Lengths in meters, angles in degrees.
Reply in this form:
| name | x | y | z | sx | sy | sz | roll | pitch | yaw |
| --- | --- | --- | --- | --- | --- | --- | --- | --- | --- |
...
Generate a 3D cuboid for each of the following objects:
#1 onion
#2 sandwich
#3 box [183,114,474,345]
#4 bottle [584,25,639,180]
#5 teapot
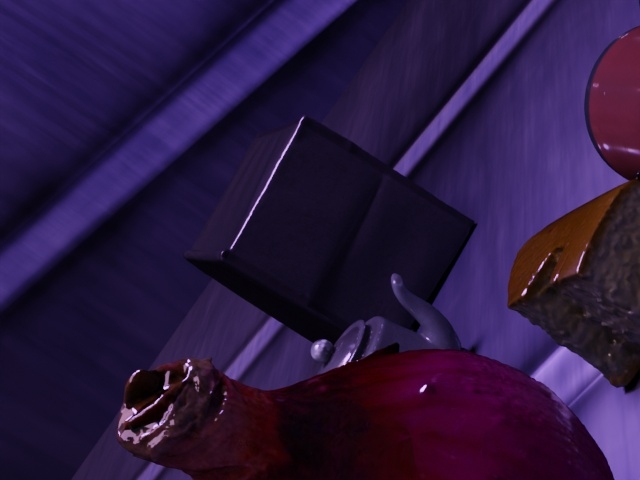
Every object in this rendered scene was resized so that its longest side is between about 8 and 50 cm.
| name | x | y | z | sx | sy | sz | roll | pitch | yaw |
| --- | --- | --- | --- | --- | --- | --- | --- | --- | --- |
| onion | 0.018 | 0.204 | 1.262 | 0.348 | 0.385 | 0.348 | -42 | 24 | 25 |
| sandwich | 0.232 | 0.038 | 1.467 | 0.128 | 0.122 | 0.235 | -58 | 7 | -19 |
| box | 0.000 | 0.001 | 2.258 | 0.204 | 0.251 | 0.345 | -59 | 11 | -7 |
| bottle | 0.321 | -0.095 | 1.389 | 0.144 | 0.144 | 0.336 | -58 | 13 | 1 |
| teapot | 0.048 | 0.156 | 1.881 | 0.239 | 0.149 | 0.162 | -57 | 12 | 5 |
